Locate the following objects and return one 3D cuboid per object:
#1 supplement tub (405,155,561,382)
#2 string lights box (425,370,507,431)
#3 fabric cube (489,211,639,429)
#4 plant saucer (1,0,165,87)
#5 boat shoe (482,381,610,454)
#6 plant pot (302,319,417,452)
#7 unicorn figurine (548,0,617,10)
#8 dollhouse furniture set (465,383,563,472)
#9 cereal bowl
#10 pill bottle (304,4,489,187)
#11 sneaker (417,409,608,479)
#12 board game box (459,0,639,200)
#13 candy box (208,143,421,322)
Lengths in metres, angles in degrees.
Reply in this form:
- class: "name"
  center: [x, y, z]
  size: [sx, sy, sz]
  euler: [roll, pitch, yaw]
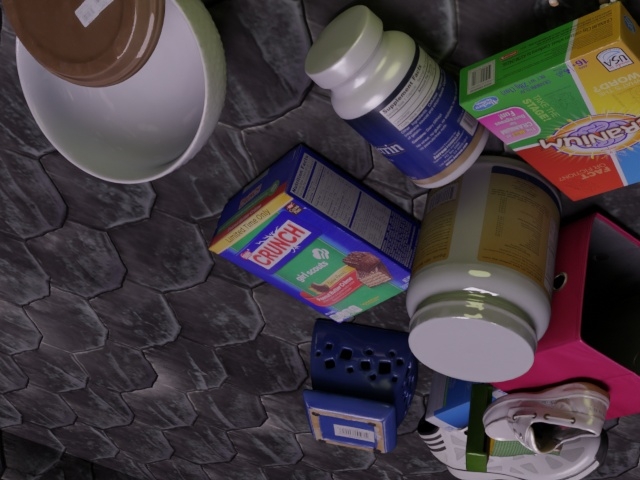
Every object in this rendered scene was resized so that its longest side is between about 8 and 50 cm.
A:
- class: "supplement tub"
  center: [0.263, 0.045, 1.490]
  size: [0.228, 0.316, 0.228]
  euler: [11, 145, 8]
- class: "string lights box"
  center: [0.341, 0.311, 1.994]
  size: [0.076, 0.133, 0.259]
  euler: [29, 144, -19]
- class: "fabric cube"
  center: [0.451, 0.147, 1.607]
  size: [0.259, 0.254, 0.258]
  euler: [31, 147, -22]
- class: "plant saucer"
  center: [-0.340, -0.345, 1.273]
  size: [0.277, 0.041, 0.278]
  euler: [10, 114, 22]
- class: "boat shoe"
  center: [0.371, 0.316, 1.577]
  size: [0.098, 0.096, 0.277]
  euler: [28, 148, -18]
- class: "plant pot"
  center: [0.085, 0.337, 2.067]
  size: [0.235, 0.212, 0.236]
  euler: [8, 144, 12]
- class: "unicorn figurine"
  center: [0.342, -0.336, 1.150]
  size: [0.161, 0.060, 0.111]
  euler: [5, 148, 12]
- class: "dollhouse furniture set"
  center: [0.402, 0.428, 1.888]
  size: [0.197, 0.151, 0.302]
  euler: [3, 147, 12]
- class: "cereal bowl"
  center: [-0.280, -0.263, 1.384]
  size: [0.338, 0.141, 0.339]
  euler: [10, 116, 22]
- class: "pill bottle"
  center: [0.111, -0.208, 1.343]
  size: [0.264, 0.153, 0.153]
  euler: [39, 140, -28]
- class: "sneaker"
  center: [0.414, 0.454, 2.133]
  size: [0.447, 0.169, 0.257]
  euler: [-15, 137, 40]
- class: "board game box"
  center: [0.384, -0.179, 1.299]
  size: [0.242, 0.064, 0.316]
  euler: [-19, 144, 40]
- class: "candy box"
  center: [0.000, 0.000, 1.707]
  size: [0.317, 0.122, 0.268]
  euler: [33, 143, -21]
